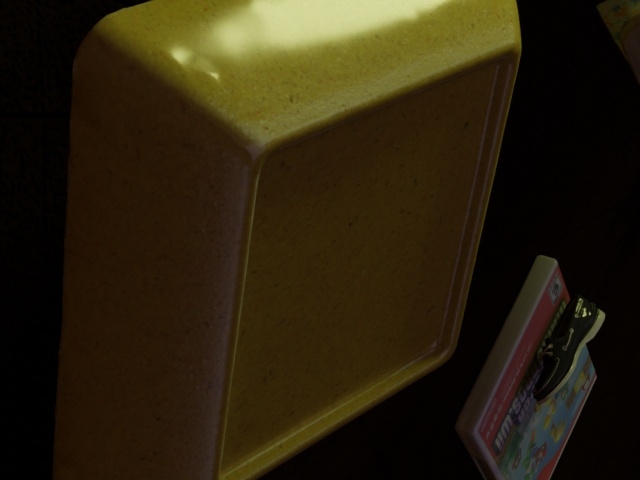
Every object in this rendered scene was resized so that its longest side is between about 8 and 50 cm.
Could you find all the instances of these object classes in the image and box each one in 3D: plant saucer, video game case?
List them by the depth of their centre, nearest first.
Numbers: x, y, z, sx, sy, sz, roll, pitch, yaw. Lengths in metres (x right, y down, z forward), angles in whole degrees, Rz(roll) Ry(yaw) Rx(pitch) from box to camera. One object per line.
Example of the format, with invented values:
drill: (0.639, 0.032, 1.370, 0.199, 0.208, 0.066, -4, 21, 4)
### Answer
plant saucer: (0.000, 0.000, 0.904, 0.332, 0.081, 0.333, -26, 135, -43)
video game case: (0.224, 0.168, 1.641, 0.204, 0.025, 0.285, -62, 151, -19)

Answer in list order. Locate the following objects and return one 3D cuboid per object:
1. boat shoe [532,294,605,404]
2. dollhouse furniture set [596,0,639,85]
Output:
boat shoe: (0.244, 0.110, 1.574, 0.125, 0.038, 0.046, -54, -170, -21)
dollhouse furniture set: (0.164, -0.220, 1.060, 0.242, 0.212, 0.161, -29, 154, 10)
